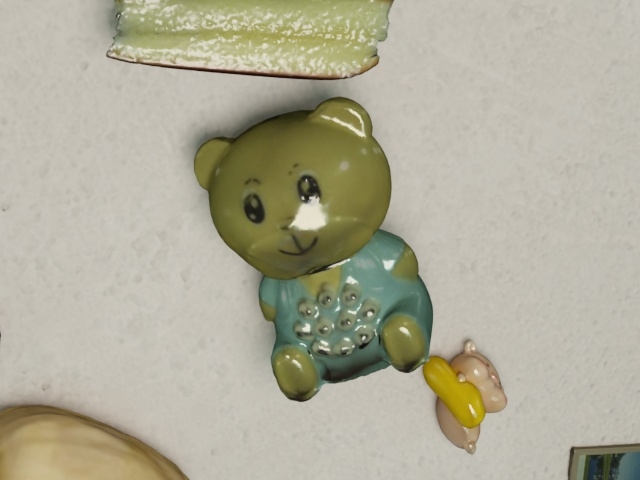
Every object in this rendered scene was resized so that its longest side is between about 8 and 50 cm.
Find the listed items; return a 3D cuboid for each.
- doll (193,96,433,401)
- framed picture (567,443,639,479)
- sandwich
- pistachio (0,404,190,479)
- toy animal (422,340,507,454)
[{"bbox_3d":[0.000,0.000,1.096,0.177,0.161,0.261,-17,112,17],"label":"doll"},{"bbox_3d":[0.337,0.307,1.338,0.109,0.011,0.149,-1,106,-11],"label":"framed picture"},{"bbox_3d":[-0.067,-0.203,1.058,0.258,0.096,0.094,2,113,-14],"label":"sandwich"},{"bbox_3d":[-0.238,0.249,1.139,0.229,0.157,0.157,23,101,-23],"label":"pistachio"},{"bbox_3d":[0.167,0.169,1.225,0.082,0.091,0.114,-23,109,-19],"label":"toy animal"}]
